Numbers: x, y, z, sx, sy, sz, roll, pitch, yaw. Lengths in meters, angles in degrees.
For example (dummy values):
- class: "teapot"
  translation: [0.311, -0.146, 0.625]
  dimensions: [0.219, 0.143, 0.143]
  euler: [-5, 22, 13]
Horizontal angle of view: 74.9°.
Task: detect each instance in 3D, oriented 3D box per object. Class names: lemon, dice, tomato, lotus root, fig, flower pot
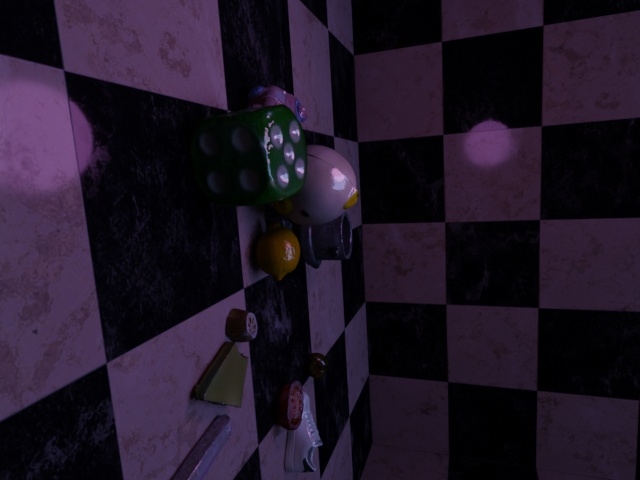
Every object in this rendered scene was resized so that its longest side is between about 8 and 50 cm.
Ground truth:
- class: "lemon"
  translation: [-0.172, 0.043, 1.698]
  dimensions: [0.187, 0.186, 0.244]
  euler: [37, 45, -67]
- class: "dice"
  translation: [-0.231, -0.280, 1.377]
  dimensions: [0.287, 0.297, 0.300]
  euler: [-41, 128, -61]
- class: "tomato"
  translation: [-0.144, 0.748, 1.913]
  dimensions: [0.225, 0.085, 0.225]
  euler: [-4, 90, -71]
- class: "lotus root"
  translation: [-0.287, 0.310, 1.536]
  dimensions: [0.122, 0.081, 0.112]
  euler: [66, 22, -49]
- class: "fig"
  translation: [-0.008, 0.659, 2.256]
  dimensions: [0.185, 0.126, 0.133]
  euler: [-16, 91, -66]
- class: "flower pot"
  translation: [0.000, 0.000, 2.066]
  dimensions: [0.299, 0.282, 0.299]
  euler: [-1, 90, -75]

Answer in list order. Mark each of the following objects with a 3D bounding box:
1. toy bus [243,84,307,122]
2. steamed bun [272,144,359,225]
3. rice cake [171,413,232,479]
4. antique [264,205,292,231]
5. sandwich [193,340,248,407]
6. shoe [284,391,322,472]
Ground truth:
- class: "toy bus"
  translation: [-0.198, -0.474, 1.632]
  dimensions: [0.232, 0.197, 0.294]
  euler: [39, 46, -43]
- class: "steamed bun"
  translation: [-0.032, -0.213, 1.664]
  dimensions: [0.374, 0.333, 0.334]
  euler: [164, -69, -64]
- class: "rice cake"
  translation: [-0.377, 0.692, 1.270]
  dimensions: [0.399, 0.064, 0.070]
  euler: [-50, 142, -62]
- class: "antique"
  translation: [-0.180, -0.062, 1.828]
  dimensions: [0.086, 0.088, 0.183]
  euler: [-44, 131, -66]
- class: "sandwich"
  translation: [-0.333, 0.446, 1.422]
  dimensions: [0.245, 0.063, 0.212]
  euler: [57, 34, -58]
- class: "shoe"
  translation: [-0.066, 0.926, 2.020]
  dimensions: [0.132, 0.160, 0.363]
  euler: [55, 39, -61]
